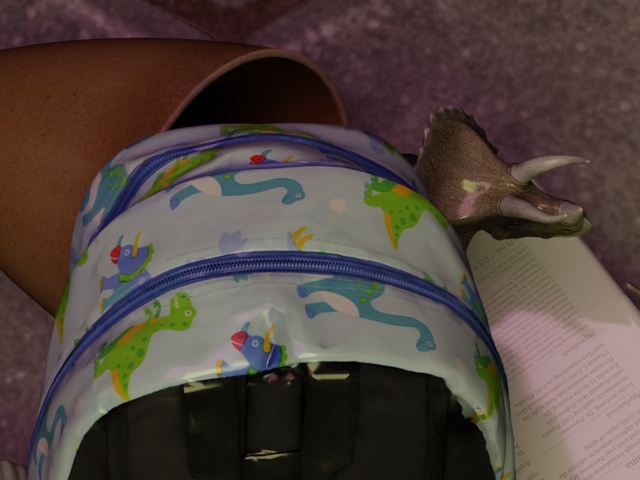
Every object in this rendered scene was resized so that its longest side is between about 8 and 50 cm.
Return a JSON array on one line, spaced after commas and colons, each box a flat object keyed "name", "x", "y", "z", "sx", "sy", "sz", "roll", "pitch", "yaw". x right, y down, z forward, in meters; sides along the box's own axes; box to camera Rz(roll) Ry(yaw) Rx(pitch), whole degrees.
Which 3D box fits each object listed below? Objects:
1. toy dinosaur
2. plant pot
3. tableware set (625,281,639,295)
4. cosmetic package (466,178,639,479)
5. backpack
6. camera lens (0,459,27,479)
[{"name": "toy dinosaur", "x": 0.000, "y": 0.000, "z": 1.098, "sx": 0.314, "sy": 0.160, "sz": 0.121, "roll": -17, "pitch": 69, "yaw": 0}, {"name": "plant pot", "x": -0.147, "y": -0.041, "z": 1.242, "sx": 0.254, "sy": 0.237, "sz": 0.237, "roll": 19, "pitch": 80, "yaw": 34}, {"name": "tableware set", "x": 0.262, "y": 0.081, "z": 1.152, "sx": 0.024, "sy": 0.104, "sz": 0.154, "roll": -48, "pitch": 44, "yaw": 16}, {"name": "cosmetic package", "x": 0.069, "y": 0.180, "z": 1.172, "sx": 0.377, "sy": 0.097, "sz": 0.284, "roll": -36, "pitch": 68, "yaw": 2}, {"name": "backpack", "x": -0.029, "y": 0.107, "z": 0.963, "sx": 0.290, "sy": 0.355, "sz": 0.273, "roll": 0, "pitch": 65, "yaw": 1}, {"name": "camera lens", "x": -0.248, "y": 0.299, "z": 1.142, "sx": 0.219, "sy": 0.219, "sz": 0.274, "roll": -19, "pitch": 60, "yaw": 9}]
